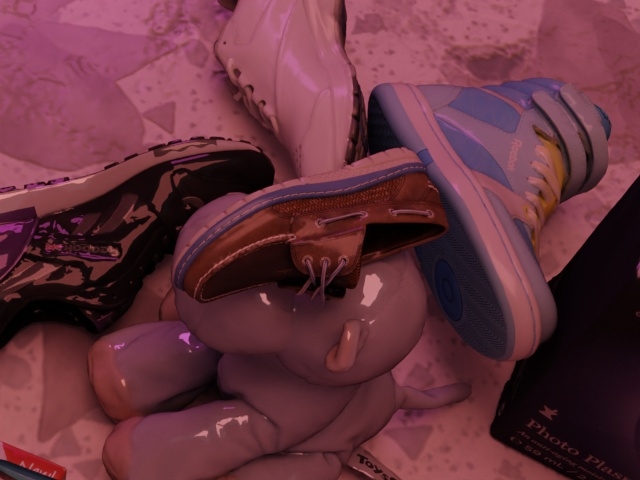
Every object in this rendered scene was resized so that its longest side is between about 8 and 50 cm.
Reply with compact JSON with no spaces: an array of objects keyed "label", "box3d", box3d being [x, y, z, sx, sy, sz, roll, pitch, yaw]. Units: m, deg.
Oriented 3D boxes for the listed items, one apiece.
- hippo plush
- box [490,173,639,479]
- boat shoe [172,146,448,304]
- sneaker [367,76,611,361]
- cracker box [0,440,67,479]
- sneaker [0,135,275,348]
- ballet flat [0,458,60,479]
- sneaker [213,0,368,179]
[{"label":"hippo plush","box3d":[-0.023,0.097,0.828,0.294,0.236,0.234,24,57,1]},{"label":"box","box3d":[0.328,0.097,0.883,0.296,0.294,0.182,27,57,4]},{"label":"boat shoe","box3d":[0.000,0.000,0.715,0.183,0.066,0.066,-25,64,-21]},{"label":"sneaker","box3d":[0.177,-0.041,0.979,0.208,0.127,0.319,-9,44,-13]},{"label":"cracker box","box3d":[-0.290,0.233,0.782,0.156,0.067,0.232,22,56,0]},{"label":"sneaker","box3d":[-0.162,0.011,0.936,0.283,0.107,0.124,-17,71,-13]},{"label":"ballet flat","box3d":[-0.231,0.165,0.760,0.248,0.086,0.086,27,57,5]},{"label":"sneaker","box3d":[-0.027,-0.143,1.067,0.129,0.111,0.297,-10,58,-1]}]
